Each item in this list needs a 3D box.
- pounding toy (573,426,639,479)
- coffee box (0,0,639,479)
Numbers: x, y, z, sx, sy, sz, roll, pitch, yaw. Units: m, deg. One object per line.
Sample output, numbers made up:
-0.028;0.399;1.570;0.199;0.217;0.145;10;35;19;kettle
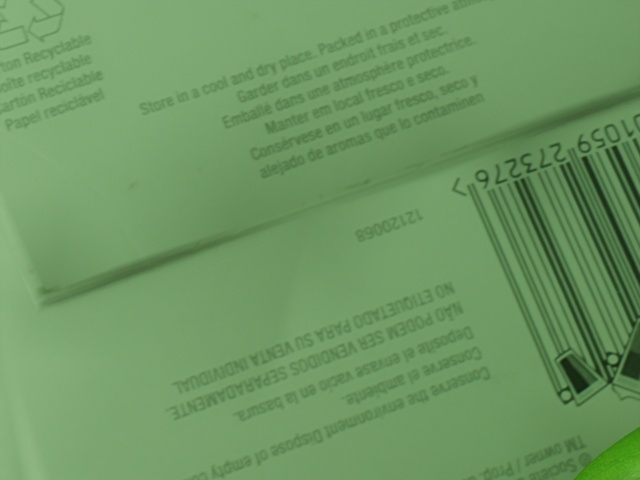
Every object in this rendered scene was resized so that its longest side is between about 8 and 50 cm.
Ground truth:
0.167;0.092;0.575;0.237;0.183;0.110;86;-166;-52;pounding toy
0.000;0.000;0.812;0.334;0.338;0.338;102;149;-73;coffee box
